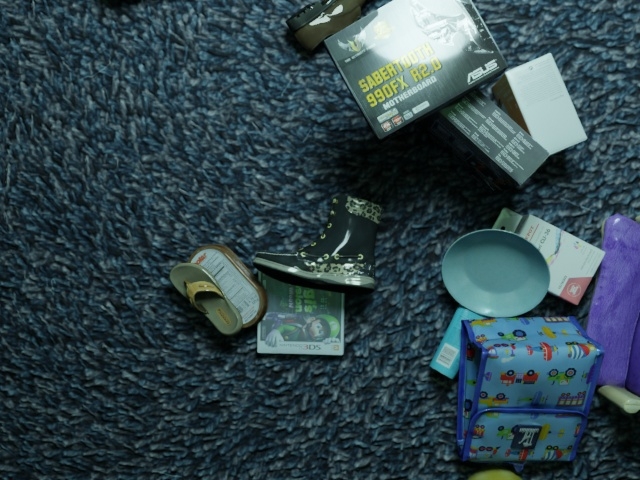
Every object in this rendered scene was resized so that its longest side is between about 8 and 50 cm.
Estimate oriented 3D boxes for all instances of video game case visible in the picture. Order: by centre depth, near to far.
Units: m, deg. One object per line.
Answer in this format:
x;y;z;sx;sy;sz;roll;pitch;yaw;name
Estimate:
-0.038;0.131;1.334;0.173;0.022;0.190;1;90;3;video game case

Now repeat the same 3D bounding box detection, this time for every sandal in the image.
-0.221;0.111;1.289;0.072;0.049;0.180;-44;81;10;sandal

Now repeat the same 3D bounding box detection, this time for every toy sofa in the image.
0.597;0.130;1.232;0.177;0.150;0.362;13;91;2;toy sofa

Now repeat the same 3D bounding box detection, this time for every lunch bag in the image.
0.376;0.301;1.259;0.221;0.138;0.293;-1;111;-5;lunch bag

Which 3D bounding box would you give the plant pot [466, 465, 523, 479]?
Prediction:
0.341;0.510;1.274;0.134;0.095;0.134;0;91;3;plant pot

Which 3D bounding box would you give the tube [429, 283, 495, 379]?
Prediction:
0.284;0.167;1.304;0.080;0.052;0.207;31;87;-4;tube

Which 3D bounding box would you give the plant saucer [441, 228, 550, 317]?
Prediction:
0.324;0.055;1.244;0.195;0.037;0.195;10;124;15;plant saucer

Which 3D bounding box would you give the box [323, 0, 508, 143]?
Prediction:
0.149;-0.290;1.065;0.231;0.056;0.183;-29;89;3;box

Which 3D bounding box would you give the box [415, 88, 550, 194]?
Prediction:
0.244;-0.216;1.208;0.307;0.242;0.076;43;93;3;box

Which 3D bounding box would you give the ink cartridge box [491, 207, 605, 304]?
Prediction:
0.419;0.026;1.284;0.198;0.067;0.115;27;92;4;ink cartridge box

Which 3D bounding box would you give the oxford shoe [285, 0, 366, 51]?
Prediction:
0.049;-0.449;1.312;0.227;0.083;0.096;-33;110;1;oxford shoe

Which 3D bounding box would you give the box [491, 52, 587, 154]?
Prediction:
0.403;-0.239;1.254;0.091;0.130;0.170;-22;88;2;box

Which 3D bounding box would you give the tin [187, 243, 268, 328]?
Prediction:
-0.185;0.090;1.325;0.106;0.040;0.189;-44;82;6;tin

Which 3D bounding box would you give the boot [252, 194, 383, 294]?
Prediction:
0.001;0.001;1.293;0.237;0.085;0.178;10;73;6;boot
